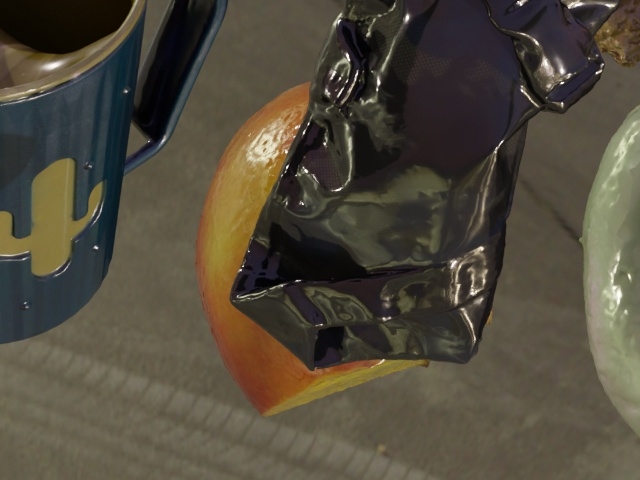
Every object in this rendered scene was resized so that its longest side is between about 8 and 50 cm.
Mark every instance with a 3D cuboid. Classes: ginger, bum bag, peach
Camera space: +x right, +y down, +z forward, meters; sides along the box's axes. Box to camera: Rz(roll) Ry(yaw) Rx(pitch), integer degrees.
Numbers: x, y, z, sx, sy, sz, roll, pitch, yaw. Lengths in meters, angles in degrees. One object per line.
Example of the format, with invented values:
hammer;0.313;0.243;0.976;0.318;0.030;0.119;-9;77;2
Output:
ginger;0.185;-0.188;0.968;0.165;0.067;0.096;42;60;16
bum bag;0.054;-0.059;0.696;0.137;0.310;0.074;22;28;5
peach;0.000;0.000;1.330;0.242;0.380;0.306;-10;84;-7

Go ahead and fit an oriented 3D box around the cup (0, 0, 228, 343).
cup;-0.118;-0.054;0.556;0.176;0.155;0.131;-25;58;-28

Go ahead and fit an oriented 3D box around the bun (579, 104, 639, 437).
bun;0.306;0.030;0.910;0.293;0.187;0.293;-1;80;6
